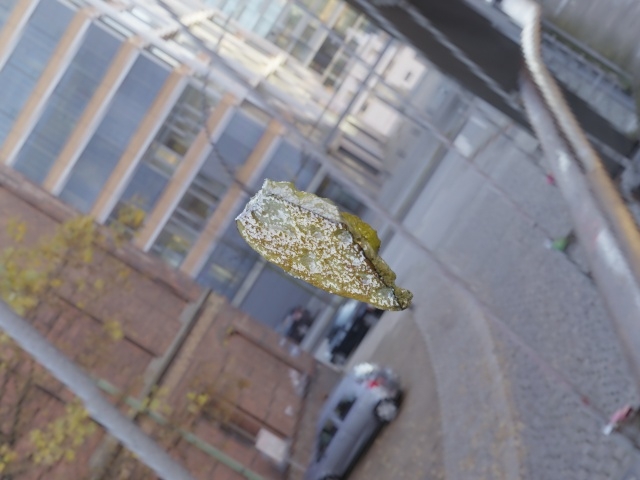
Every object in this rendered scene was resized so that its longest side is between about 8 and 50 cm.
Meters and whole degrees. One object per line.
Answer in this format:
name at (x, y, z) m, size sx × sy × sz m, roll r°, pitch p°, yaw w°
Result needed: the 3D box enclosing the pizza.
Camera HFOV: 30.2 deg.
pizza at (0.000, 0.000, 0.909) m, size 0.036 × 0.160 × 0.099 m, roll -51°, pitch -29°, yaw -34°
